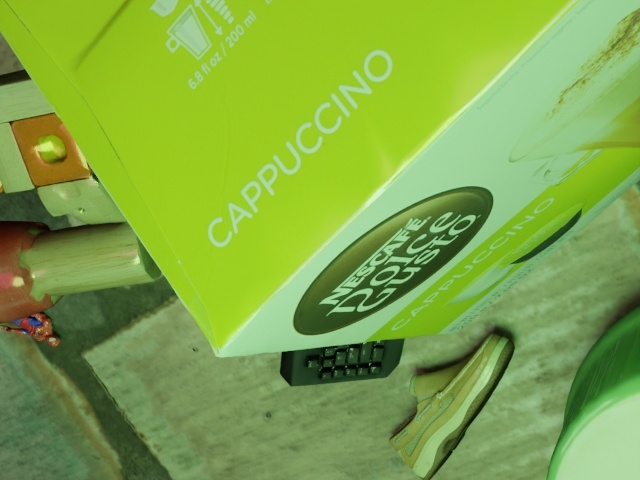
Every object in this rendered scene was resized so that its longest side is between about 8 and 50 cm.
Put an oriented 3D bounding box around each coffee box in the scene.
[{"bbox_3d":[0.042,-0.162,0.757,0.337,0.334,0.338,-44,68,21],"label":"coffee box"}]

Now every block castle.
[{"bbox_3d":[-0.250,-0.183,0.981,0.212,0.303,0.453,-9,112,19],"label":"block castle"}]

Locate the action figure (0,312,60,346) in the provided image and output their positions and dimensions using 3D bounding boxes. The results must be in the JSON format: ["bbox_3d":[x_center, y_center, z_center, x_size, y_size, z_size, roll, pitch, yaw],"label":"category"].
[{"bbox_3d":[-0.338,0.084,1.310,0.115,0.030,0.038,31,118,3],"label":"action figure"}]

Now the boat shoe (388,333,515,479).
[{"bbox_3d":[0.117,0.153,1.139,0.072,0.068,0.190,38,124,15],"label":"boat shoe"}]

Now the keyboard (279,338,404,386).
[{"bbox_3d":[0.000,0.000,1.073,0.201,0.033,0.317,-1,119,-13],"label":"keyboard"}]

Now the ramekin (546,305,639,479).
[{"bbox_3d":[0.324,0.200,0.928,0.303,0.148,0.303,9,111,24],"label":"ramekin"}]
